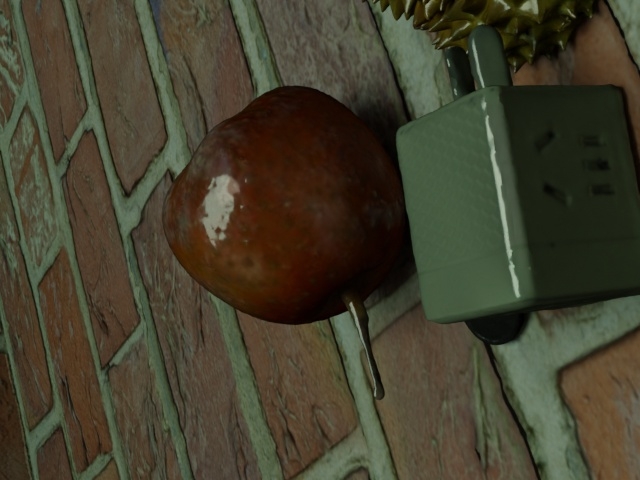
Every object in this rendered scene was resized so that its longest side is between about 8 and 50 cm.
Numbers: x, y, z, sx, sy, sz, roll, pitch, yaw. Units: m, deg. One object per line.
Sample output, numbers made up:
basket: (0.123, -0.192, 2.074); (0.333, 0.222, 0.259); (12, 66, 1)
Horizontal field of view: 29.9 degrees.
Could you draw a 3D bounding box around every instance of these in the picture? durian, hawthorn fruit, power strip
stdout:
durian: (0.130, -0.220, 0.997); (0.186, 0.153, 0.260); (57, 156, -1)
hawthorn fruit: (-0.019, -0.032, 1.193); (0.231, 0.262, 0.235); (-80, 10, -68)
power strip: (0.153, -0.055, 0.944); (0.139, 0.140, 0.224); (-21, 76, 60)

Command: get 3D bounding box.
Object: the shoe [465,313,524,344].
shoe: (0.141, 0.004, 1.061); (0.071, 0.049, 0.179); (-15, 104, 49)
